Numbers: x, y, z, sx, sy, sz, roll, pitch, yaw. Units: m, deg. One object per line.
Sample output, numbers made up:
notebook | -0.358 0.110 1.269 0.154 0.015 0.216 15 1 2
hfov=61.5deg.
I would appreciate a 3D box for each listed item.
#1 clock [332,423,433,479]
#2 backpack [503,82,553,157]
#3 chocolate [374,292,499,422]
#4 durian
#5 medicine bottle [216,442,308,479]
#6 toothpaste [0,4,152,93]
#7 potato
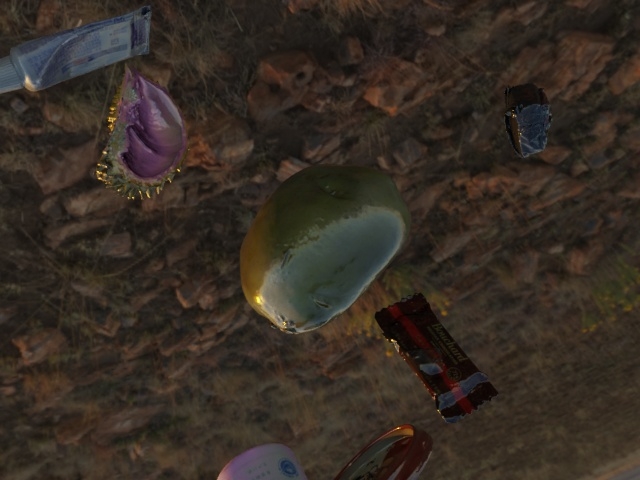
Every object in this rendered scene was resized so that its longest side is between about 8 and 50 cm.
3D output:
clock | 0.127 0.541 1.205 0.318 0.080 0.318 -41 176 -3
backpack | 0.492 -0.281 1.268 0.106 0.119 0.165 -12 134 25
chocolate | 0.147 0.146 0.704 0.086 0.182 0.028 -23 139 -12
durian | -0.377 -0.203 1.128 0.112 0.341 0.191 -23 141 23
medicine bottle | -0.061 0.464 0.848 0.152 0.254 0.151 -16 128 -22
toothpaste | -0.395 -0.295 0.849 0.283 0.099 0.068 -33 112 -28
potato | 0.000 0.000 0.933 0.326 0.243 0.221 -43 152 -6
